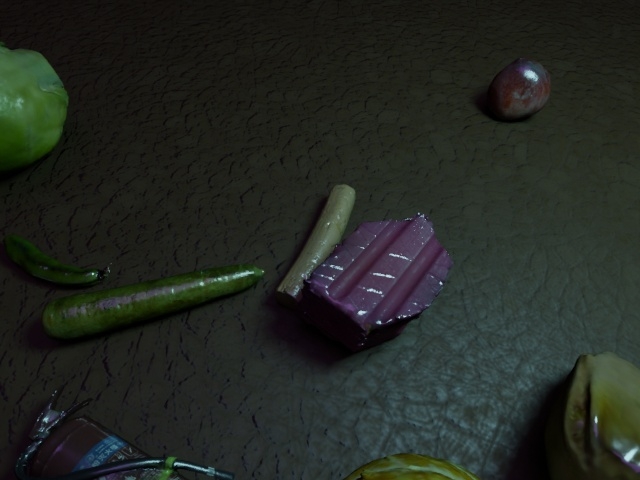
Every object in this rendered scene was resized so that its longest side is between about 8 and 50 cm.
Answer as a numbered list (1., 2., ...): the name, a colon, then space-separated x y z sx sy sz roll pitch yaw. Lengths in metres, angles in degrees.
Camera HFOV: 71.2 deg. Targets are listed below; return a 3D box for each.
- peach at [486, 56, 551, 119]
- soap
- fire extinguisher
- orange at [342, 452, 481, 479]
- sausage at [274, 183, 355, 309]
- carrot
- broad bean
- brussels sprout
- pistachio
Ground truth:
1. peach: 0.506 -0.396 1.149 0.152 0.152 0.152 2 51 -2
2. soap: 0.110 0.058 0.763 0.182 0.112 0.289 38 52 9
3. fire extinguisher: -0.245 0.303 0.571 0.342 0.105 0.141 24 37 15
4. orange: 0.120 0.367 0.411 0.329 0.329 0.249 42 98 26
5. sausage: 0.002 0.001 0.852 0.066 0.065 0.301 19 55 12
6. carrot: -0.268 0.096 0.756 0.359 0.074 0.074 -12 53 -16
7. broad bean: -0.484 0.041 0.804 0.227 0.039 0.069 15 58 7
8. brussels sprout: -0.690 -0.276 0.900 0.345 0.268 0.344 -1 45 1
9. pistachio: 0.407 0.271 0.609 0.261 0.163 0.212 -29 97 -46
